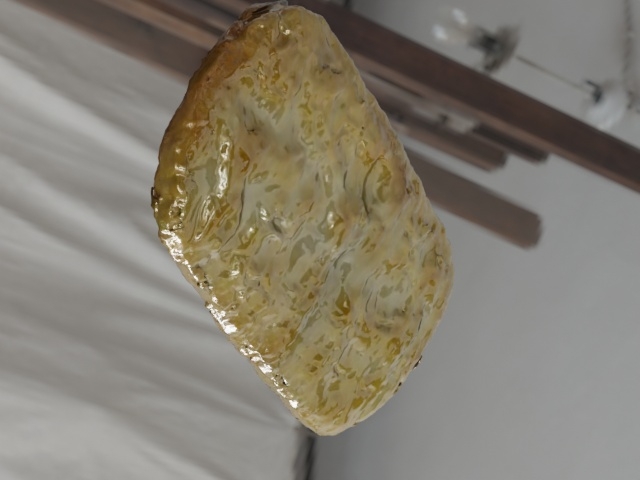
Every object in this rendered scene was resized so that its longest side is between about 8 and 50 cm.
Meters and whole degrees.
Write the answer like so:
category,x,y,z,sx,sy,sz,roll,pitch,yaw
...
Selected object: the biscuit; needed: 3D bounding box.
category,x,y,z,sx,sy,sz,roll,pitch,yaw
biscuit,0.000,0.000,0.707,0.029,0.247,0.118,19,-111,32
